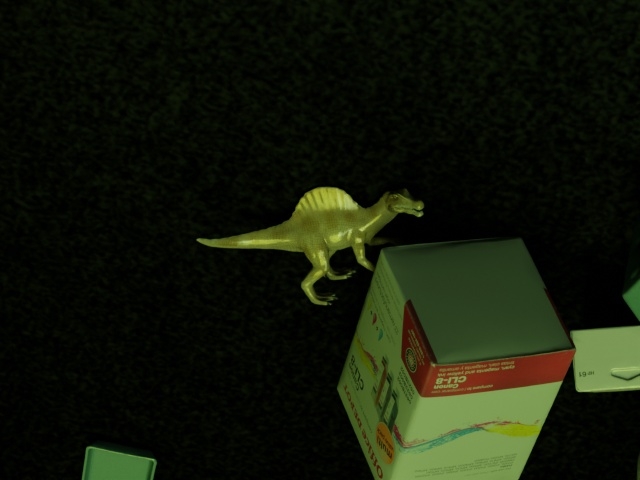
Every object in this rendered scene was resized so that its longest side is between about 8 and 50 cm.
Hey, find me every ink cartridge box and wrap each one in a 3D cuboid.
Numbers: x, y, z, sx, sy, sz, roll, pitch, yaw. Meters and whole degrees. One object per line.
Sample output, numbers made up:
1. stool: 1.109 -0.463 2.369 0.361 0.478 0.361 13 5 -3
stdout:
1. ink cartridge box: 0.105 0.104 1.493 0.127 0.128 0.176 -6 138 -20
2. ink cartridge box: 0.253 0.095 1.494 0.089 0.052 0.122 -6 175 13

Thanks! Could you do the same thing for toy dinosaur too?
1. toy dinosaur: 0.000 0.000 1.497 0.183 0.053 0.092 -13 116 9

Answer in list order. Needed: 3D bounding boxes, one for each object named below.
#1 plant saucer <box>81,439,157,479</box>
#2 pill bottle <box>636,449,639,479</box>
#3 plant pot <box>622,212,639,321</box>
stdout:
1. plant saucer: -0.201 0.258 1.788 0.067 0.018 0.192 12 134 -3
2. pill bottle: 0.476 0.245 1.534 0.392 0.224 0.224 -10 132 17
3. plant pot: 0.357 0.043 1.401 0.234 0.165 0.165 31 131 -9
